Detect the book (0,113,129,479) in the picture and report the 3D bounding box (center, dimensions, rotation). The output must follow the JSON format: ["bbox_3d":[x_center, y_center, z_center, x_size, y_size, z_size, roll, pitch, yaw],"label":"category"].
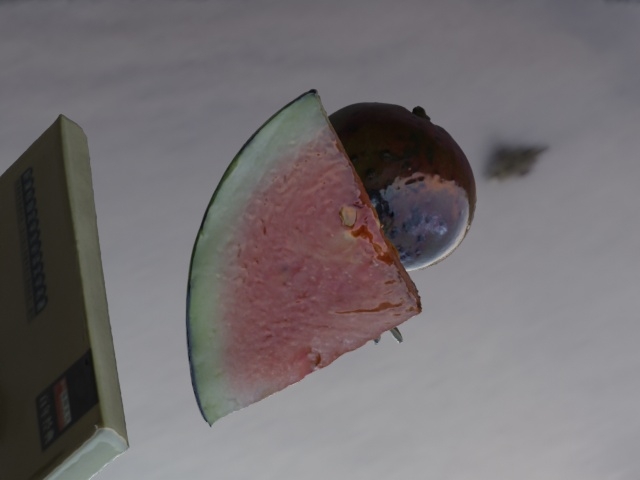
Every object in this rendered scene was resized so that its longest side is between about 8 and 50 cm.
[{"bbox_3d":[-0.207,0.105,0.903,0.021,0.217,0.310,33,116,-33],"label":"book"}]

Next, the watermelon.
[{"bbox_3d":[-0.018,-0.004,1.081,0.137,0.145,0.193,-17,-163,43],"label":"watermelon"}]

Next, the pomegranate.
[{"bbox_3d":[0.038,-0.015,1.275,0.129,0.159,0.129,10,154,5],"label":"pomegranate"}]
